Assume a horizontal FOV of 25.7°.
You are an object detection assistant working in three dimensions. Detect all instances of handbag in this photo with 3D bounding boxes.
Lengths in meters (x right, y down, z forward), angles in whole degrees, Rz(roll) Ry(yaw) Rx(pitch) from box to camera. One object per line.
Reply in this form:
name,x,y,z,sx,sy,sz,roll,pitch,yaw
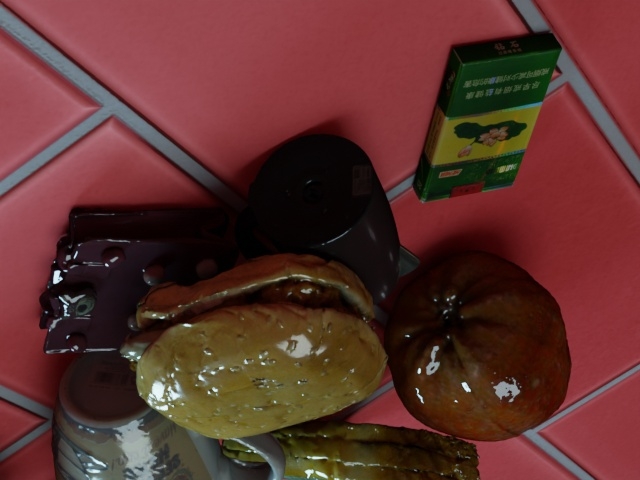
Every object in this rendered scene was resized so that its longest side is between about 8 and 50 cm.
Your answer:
handbag,-0.215,0.051,1.635,0.216,0.074,0.203,-2,138,-29

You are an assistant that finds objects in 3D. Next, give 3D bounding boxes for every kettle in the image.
kettle,0.000,0.000,1.650,0.202,0.144,0.232,-10,150,13

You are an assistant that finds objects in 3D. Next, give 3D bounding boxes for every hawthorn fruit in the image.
hawthorn fruit,0.217,0.147,1.871,0.262,0.258,0.258,31,119,-27

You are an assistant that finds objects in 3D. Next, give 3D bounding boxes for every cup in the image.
cup,-0.197,0.260,1.763,0.301,0.227,0.257,0,138,5

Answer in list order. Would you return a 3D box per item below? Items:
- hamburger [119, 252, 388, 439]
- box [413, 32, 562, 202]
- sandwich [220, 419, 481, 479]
hamburger,-0.073,0.128,1.591,0.283,0.144,0.259,-16,152,26
box,0.194,-0.142,1.663,0.132,0.034,0.235,-12,143,-19
sandwich,0.032,0.302,1.955,0.271,0.099,0.301,13,169,-40
